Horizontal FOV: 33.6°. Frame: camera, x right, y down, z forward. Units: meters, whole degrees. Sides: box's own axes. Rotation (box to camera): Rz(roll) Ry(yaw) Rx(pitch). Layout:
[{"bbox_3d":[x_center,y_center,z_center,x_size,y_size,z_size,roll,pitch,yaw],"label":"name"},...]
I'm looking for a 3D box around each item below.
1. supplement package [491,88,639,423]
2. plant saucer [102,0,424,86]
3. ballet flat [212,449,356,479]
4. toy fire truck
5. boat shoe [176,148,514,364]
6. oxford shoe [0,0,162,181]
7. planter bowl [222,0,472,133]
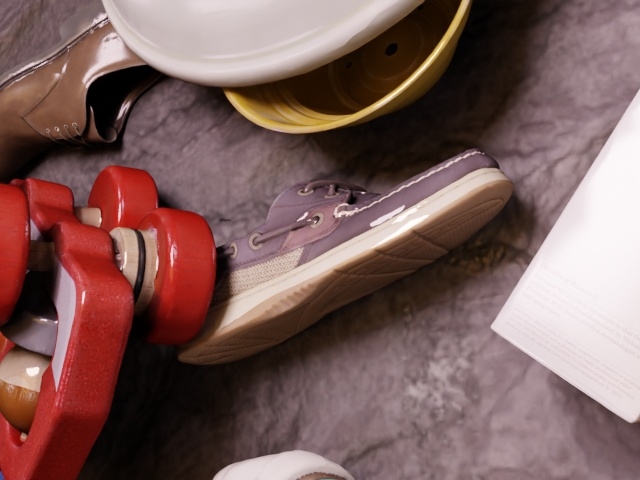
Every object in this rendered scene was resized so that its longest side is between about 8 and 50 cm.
[{"bbox_3d":[0.206,0.011,0.643,0.105,0.105,0.179,34,97,31],"label":"supplement package"},{"bbox_3d":[-0.035,-0.309,0.773,0.401,0.100,0.400,-15,62,29],"label":"plant saucer"},{"bbox_3d":[-0.066,0.339,0.726,0.139,0.139,0.400,8,79,31],"label":"ballet flat"},{"bbox_3d":[-0.211,0.074,0.802,0.302,0.169,0.253,35,114,58],"label":"toy fire truck"},{"bbox_3d":[0.000,0.000,0.766,0.285,0.103,0.092,-30,70,27],"label":"boat shoe"},{"bbox_3d":[-0.231,-0.112,0.933,0.227,0.083,0.096,-38,68,18],"label":"oxford shoe"},{"bbox_3d":[0.034,-0.158,0.778,0.217,0.090,0.217,-14,61,28],"label":"planter bowl"}]
